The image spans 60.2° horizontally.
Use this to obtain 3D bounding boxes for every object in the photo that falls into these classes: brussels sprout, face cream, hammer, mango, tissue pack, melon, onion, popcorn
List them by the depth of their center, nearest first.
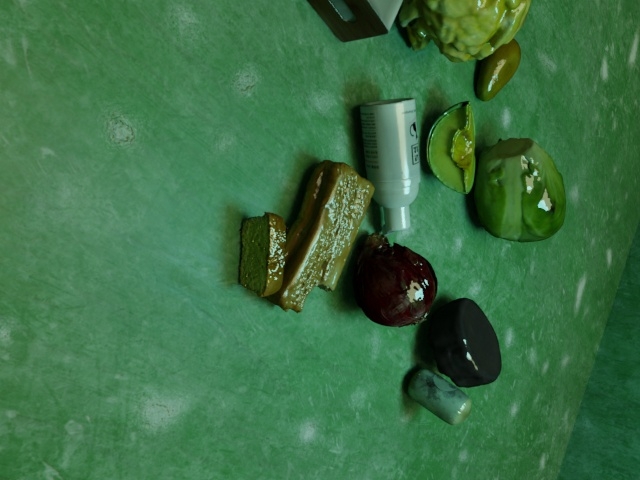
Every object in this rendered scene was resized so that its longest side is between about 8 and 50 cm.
[{"bbox_3d":[0.060,-0.593,1.244,0.246,0.159,0.136,38,69,-41],"label":"tissue pack"},{"bbox_3d":[0.374,-0.658,1.396,0.344,0.354,0.390,-57,175,-20],"label":"popcorn"},{"bbox_3d":[0.194,-0.181,1.459,0.145,0.145,0.370,-24,114,-39],"label":"face cream"},{"bbox_3d":[0.214,0.125,1.496,0.221,0.281,0.281,-38,137,21],"label":"onion"},{"bbox_3d":[0.400,-0.278,1.669,0.169,0.129,0.265,-21,110,-64],"label":"melon"},{"bbox_3d":[0.409,0.512,1.798,0.113,0.202,0.305,-56,150,0],"label":"hammer"},{"bbox_3d":[0.577,-0.561,1.800,0.136,0.099,0.227,37,81,-49],"label":"mango"},{"bbox_3d":[0.665,-0.155,1.833,0.371,0.276,0.315,48,62,-38],"label":"brussels sprout"}]

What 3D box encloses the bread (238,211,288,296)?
[{"bbox_3d":[-0.126,0.026,1.216,0.065,0.103,0.187,-8,101,-43],"label":"bread"}]

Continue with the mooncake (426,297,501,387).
[{"bbox_3d":[0.462,0.332,1.775,0.283,0.141,0.283,28,51,-40],"label":"mooncake"}]

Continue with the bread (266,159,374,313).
[{"bbox_3d":[0.000,0.000,1.334,0.185,0.109,0.380,34,75,-47],"label":"bread"}]
